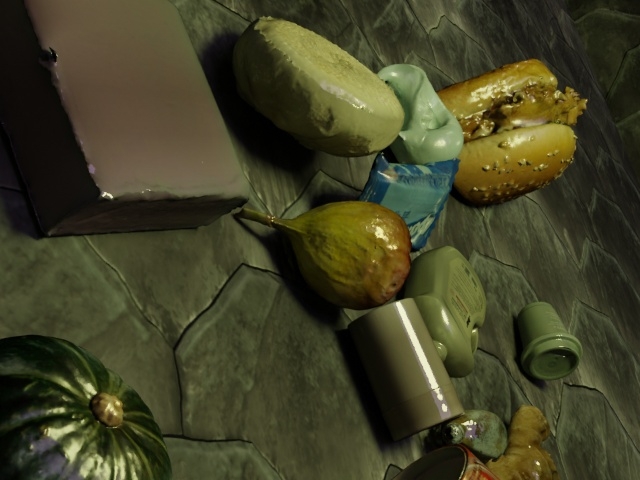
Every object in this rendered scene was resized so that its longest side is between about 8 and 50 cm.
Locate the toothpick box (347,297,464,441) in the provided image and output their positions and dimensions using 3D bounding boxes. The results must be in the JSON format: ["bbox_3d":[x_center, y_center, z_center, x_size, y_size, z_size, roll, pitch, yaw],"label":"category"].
[{"bbox_3d":[0.120,0.186,1.359,0.111,0.111,0.181,-1,64,-58],"label":"toothpick box"}]

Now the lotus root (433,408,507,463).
[{"bbox_3d":[0.227,0.299,1.457,0.165,0.088,0.088,18,50,-45],"label":"lotus root"}]

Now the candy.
[{"bbox_3d":[0.134,-0.057,1.552,0.077,0.187,0.331,33,20,29],"label":"candy"}]

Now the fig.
[{"bbox_3d":[0.000,0.000,1.331,0.257,0.159,0.159,19,46,-23],"label":"fig"}]

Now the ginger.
[{"bbox_3d":[0.312,0.380,1.526,0.333,0.081,0.148,-23,85,-55],"label":"ginger"}]

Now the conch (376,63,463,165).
[{"bbox_3d":[0.170,-0.223,1.781,0.185,0.121,0.221,1,57,-53],"label":"conch"}]

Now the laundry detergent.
[{"bbox_3d":[0.201,0.129,1.556,0.181,0.091,0.253,57,29,-18],"label":"laundry detergent"}]

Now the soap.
[{"bbox_3d":[-0.234,-0.158,1.102,0.285,0.107,0.296,-3,68,-58],"label":"soap"}]

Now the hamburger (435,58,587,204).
[{"bbox_3d":[0.420,-0.237,2.029,0.445,0.287,0.268,-4,71,-56],"label":"hamburger"}]

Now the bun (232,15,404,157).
[{"bbox_3d":[-0.011,-0.218,1.442,0.287,0.146,0.287,26,21,-11],"label":"bun"}]

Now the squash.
[{"bbox_3d":[-0.221,0.180,0.761,0.218,0.172,0.218,35,35,-29],"label":"squash"}]

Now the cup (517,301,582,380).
[{"bbox_3d":[0.439,0.191,1.862,0.120,0.120,0.141,40,26,-34],"label":"cup"}]

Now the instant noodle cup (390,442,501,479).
[{"bbox_3d":[0.164,0.381,1.144,0.192,0.250,0.250,49,30,-5],"label":"instant noodle cup"}]
